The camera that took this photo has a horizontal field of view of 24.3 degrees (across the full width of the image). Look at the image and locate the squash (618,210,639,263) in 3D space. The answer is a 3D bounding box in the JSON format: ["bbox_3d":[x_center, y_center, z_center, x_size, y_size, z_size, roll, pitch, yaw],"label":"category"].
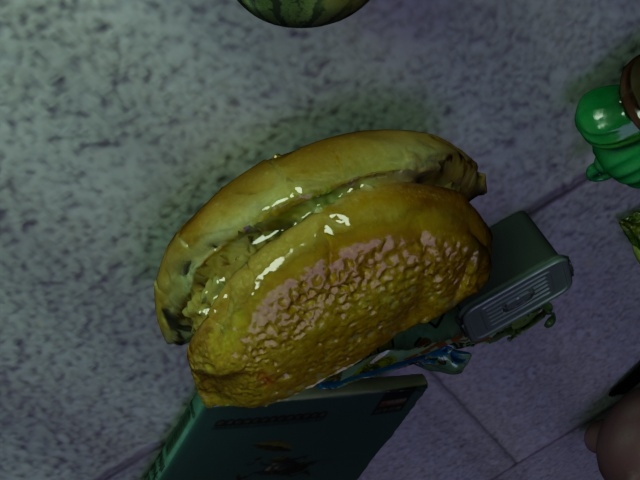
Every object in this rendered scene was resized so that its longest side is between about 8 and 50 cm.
[{"bbox_3d":[0.374,0.014,1.563,0.200,0.090,0.075,10,130,-41],"label":"squash"}]

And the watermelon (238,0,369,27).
[{"bbox_3d":[-0.005,-0.188,0.857,0.105,0.105,0.133,1,112,-43],"label":"watermelon"}]

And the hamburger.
[{"bbox_3d":[0.000,0.000,1.125,0.283,0.144,0.157,-28,142,-5],"label":"hamburger"}]

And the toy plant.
[{"bbox_3d":[0.286,-0.102,1.264,0.143,0.105,0.200,9,146,-38],"label":"toy plant"}]

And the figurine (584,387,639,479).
[{"bbox_3d":[0.445,0.272,1.950,0.173,0.173,0.173,-22,151,-13],"label":"figurine"}]

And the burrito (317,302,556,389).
[{"bbox_3d":[0.106,0.101,1.473,0.288,0.054,0.104,-13,148,-28],"label":"burrito"}]

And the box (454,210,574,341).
[{"bbox_3d":[0.172,0.032,1.407,0.122,0.069,0.084,-29,153,0],"label":"box"}]

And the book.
[{"bbox_3d":[-0.075,0.258,1.563,0.264,0.031,0.379,-2,142,-31],"label":"book"}]

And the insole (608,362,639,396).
[{"bbox_3d":[0.430,0.146,1.899,0.064,0.004,0.188,-4,143,-39],"label":"insole"}]
